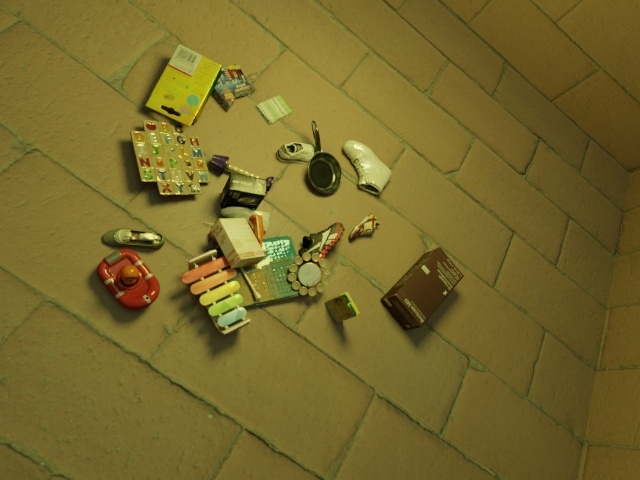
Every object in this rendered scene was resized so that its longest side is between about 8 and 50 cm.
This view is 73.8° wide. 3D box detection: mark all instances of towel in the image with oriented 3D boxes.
[{"bbox_3d":[-0.221,-0.632,2.044,0.152,0.023,0.113,-37,90,-30],"label":"towel"},{"bbox_3d":[-0.257,0.130,1.747,0.370,0.040,0.272,-10,75,-25],"label":"towel"}]

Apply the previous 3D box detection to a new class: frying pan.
[{"bbox_3d":[-0.017,-0.366,1.981,0.197,0.053,0.326,-45,111,-29],"label":"frying pan"}]

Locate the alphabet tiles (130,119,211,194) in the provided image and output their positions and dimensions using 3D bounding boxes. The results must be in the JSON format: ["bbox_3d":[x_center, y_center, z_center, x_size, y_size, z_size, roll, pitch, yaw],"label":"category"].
[{"bbox_3d":[-0.600,-0.336,1.722,0.285,0.011,0.343,-5,69,-40],"label":"alphabet tiles"}]

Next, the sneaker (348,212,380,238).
[{"bbox_3d":[0.211,-0.053,2.008,0.084,0.069,0.185,45,61,2],"label":"sneaker"}]

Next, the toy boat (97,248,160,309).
[{"bbox_3d":[-0.666,0.130,1.491,0.151,0.151,0.231,-38,90,-30],"label":"toy boat"}]

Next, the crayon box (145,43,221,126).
[{"bbox_3d":[-0.579,-0.647,1.817,0.202,0.081,0.319,25,76,-9],"label":"crayon box"}]

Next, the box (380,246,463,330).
[{"bbox_3d":[0.480,0.220,1.996,0.381,0.143,0.191,-41,92,-29],"label":"box"}]

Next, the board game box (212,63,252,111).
[{"bbox_3d":[-0.424,-0.695,1.952,0.194,0.060,0.194,-26,85,-30],"label":"board game box"}]

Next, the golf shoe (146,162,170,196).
[{"bbox_3d":[-0.642,-0.254,1.703,0.176,0.069,0.086,50,40,-4],"label":"golf shoe"}]

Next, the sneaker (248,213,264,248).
[{"bbox_3d":[-0.252,-0.020,1.740,0.067,0.064,0.175,5,85,-58],"label":"sneaker"}]

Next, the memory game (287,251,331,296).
[{"bbox_3d":[-0.045,0.141,1.777,0.186,0.012,0.186,1,84,-13],"label":"memory game"}]

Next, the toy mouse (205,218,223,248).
[{"bbox_3d":[-0.405,-0.042,1.730,0.143,0.031,0.161,37,49,-4],"label":"toy mouse"}]

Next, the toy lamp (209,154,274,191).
[{"bbox_3d":[-0.338,-0.295,1.837,0.274,0.080,0.080,20,65,-16],"label":"toy lamp"}]

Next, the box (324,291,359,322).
[{"bbox_3d":[0.092,0.277,1.771,0.043,0.179,0.105,-27,85,-30],"label":"box"}]

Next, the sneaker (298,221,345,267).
[{"bbox_3d":[0.000,0.000,1.875,0.135,0.097,0.276,43,61,-8],"label":"sneaker"}]

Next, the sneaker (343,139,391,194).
[{"bbox_3d":[0.210,-0.352,2.094,0.292,0.108,0.169,36,58,-10],"label":"sneaker"}]

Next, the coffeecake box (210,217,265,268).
[{"bbox_3d":[-0.319,0.007,1.659,0.142,0.068,0.186,-6,61,-57],"label":"coffeecake box"}]

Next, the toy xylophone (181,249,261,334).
[{"bbox_3d":[-0.363,0.183,1.617,0.236,0.081,0.323,-34,87,-29],"label":"toy xylophone"}]

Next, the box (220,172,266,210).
[{"bbox_3d":[-0.318,-0.191,1.750,0.147,0.180,0.078,8,67,-23],"label":"box"}]

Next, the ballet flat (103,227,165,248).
[{"bbox_3d":[-0.688,-0.014,1.581,0.213,0.068,0.072,7,69,-22],"label":"ballet flat"}]

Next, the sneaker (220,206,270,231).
[{"bbox_3d":[-0.313,-0.084,1.780,0.212,0.080,0.094,9,80,-23],"label":"sneaker"}]

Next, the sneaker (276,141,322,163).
[{"bbox_3d":[-0.084,-0.415,1.989,0.235,0.095,0.090,-11,75,-30],"label":"sneaker"}]
